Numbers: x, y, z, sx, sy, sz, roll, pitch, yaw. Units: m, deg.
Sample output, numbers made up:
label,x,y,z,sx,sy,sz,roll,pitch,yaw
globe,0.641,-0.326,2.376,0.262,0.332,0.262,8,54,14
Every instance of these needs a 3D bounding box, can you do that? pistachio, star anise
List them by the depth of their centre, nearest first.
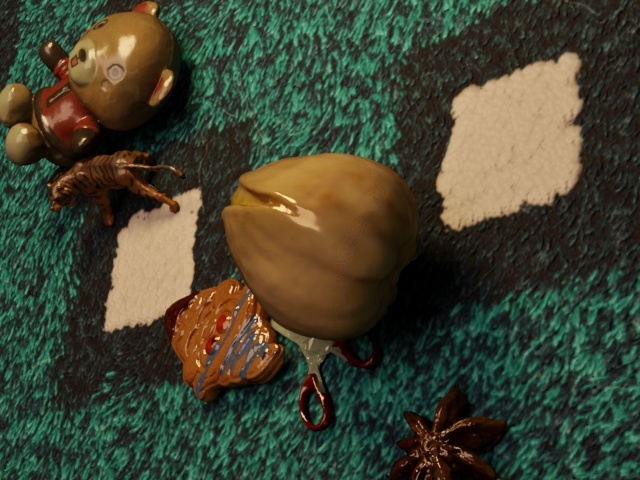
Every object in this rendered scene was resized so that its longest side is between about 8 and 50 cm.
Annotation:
label,x,y,z,sx,sy,sz,roll,pitch,yaw
star anise,0.137,0.239,1.604,0.168,0.057,0.168,-22,56,38
pistachio,0.000,0.000,1.738,0.229,0.238,0.321,-59,20,-4

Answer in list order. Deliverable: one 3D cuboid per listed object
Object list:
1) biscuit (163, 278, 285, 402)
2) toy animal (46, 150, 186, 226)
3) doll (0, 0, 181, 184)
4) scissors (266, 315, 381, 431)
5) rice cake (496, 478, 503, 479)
label,x,y,z,sx,sy,sz,roll,pitch,yaw
biscuit,-0.139,0.128,1.956,0.280,0.043,0.183,21,83,49
toy animal,-0.297,-0.102,2.185,0.255,0.116,0.114,-11,63,41
doll,-0.358,-0.229,2.279,0.330,0.174,0.235,-34,47,23
scissors,-0.015,0.128,1.852,0.144,0.017,0.248,-53,40,11
rice cake,0.190,0.377,1.491,0.198,0.037,0.189,-56,42,8
